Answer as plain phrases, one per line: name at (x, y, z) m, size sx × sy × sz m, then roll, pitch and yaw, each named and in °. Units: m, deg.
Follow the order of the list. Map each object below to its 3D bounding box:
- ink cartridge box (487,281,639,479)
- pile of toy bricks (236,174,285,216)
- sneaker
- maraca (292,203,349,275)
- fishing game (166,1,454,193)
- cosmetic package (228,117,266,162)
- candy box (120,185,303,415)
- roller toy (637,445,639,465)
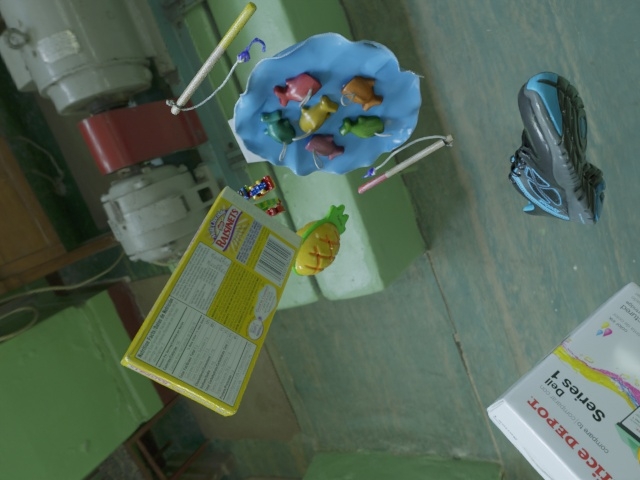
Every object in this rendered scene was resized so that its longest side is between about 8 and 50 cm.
ink cartridge box at (0.418, 0.230, 0.664) m, size 0.201 × 0.278 × 0.117 m, roll 48°, pitch 168°, yaw 26°
pile of toy bricks at (-0.147, -0.084, 1.154) m, size 0.212 × 0.105 × 0.118 m, roll -28°, pitch 86°, yaw 45°
sneaker at (0.376, -0.132, 0.786) m, size 0.140 × 0.125 × 0.341 m, roll 5°, pitch 150°, yaw 42°
maraca at (0.000, 0.000, 1.033) m, size 0.099 × 0.185 × 0.127 m, roll 33°, pitch 165°, yaw 27°
fishing game at (0.010, -0.112, 0.449) m, size 0.189 × 0.264 × 0.041 m, roll -28°, pitch 55°, yaw 38°
cosmetic package at (-0.127, -0.265, 1.121) m, size 0.238 × 0.107 × 0.127 m, roll 7°, pitch 125°, yaw 62°
candy box at (-0.091, 0.049, 0.450) m, size 0.105 × 0.205 × 0.027 m, roll 34°, pitch 140°, yaw -17°
roller toy at (0.306, 0.265, 0.319) m, size 0.191 × 0.209 × 0.146 m, roll 41°, pitch 115°, yaw -2°
